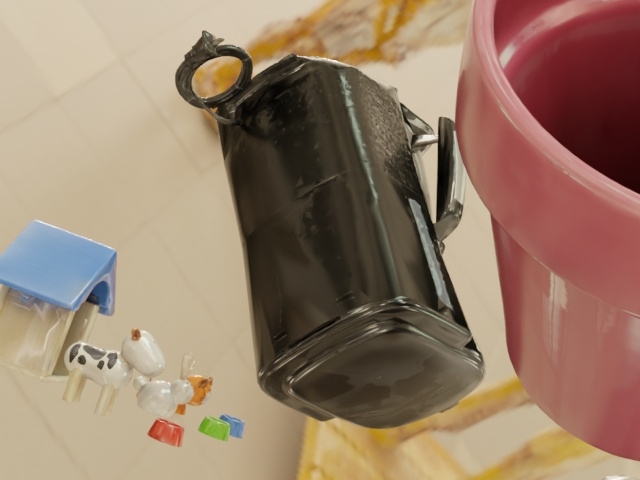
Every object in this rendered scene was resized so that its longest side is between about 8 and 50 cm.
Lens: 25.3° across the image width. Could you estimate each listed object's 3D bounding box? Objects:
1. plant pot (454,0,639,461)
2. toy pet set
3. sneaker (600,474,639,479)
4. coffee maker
[{"bbox_3d":[0.150,-0.012,0.574,0.180,0.201,0.201,92,-4,-48],"label":"plant pot"},{"bbox_3d":[-0.087,0.040,0.641,0.114,0.065,0.122,20,-2,10],"label":"toy pet set"},{"bbox_3d":[0.117,0.247,0.652,0.107,0.279,0.118,11,10,-12],"label":"sneaker"},{"bbox_3d":[0.000,0.000,0.780,0.171,0.120,0.178,11,47,-27],"label":"coffee maker"}]
